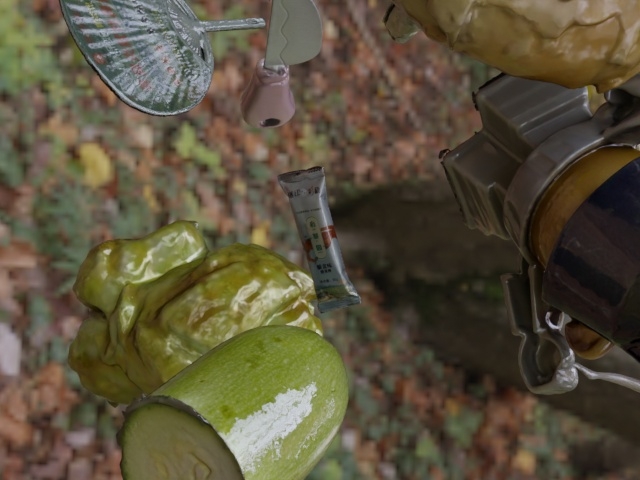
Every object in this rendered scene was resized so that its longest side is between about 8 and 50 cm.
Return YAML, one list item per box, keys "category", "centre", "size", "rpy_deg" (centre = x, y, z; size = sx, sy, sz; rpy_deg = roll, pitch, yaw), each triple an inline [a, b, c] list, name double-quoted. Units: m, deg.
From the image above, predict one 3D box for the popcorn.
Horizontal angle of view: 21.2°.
- category: "popcorn"
  centre: [-0.129, 0.099, 1.855]
  size: [0.225, 0.276, 0.276]
  rpy_deg: [-62, 160, -16]

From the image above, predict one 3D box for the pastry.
- category: "pastry"
  centre: [0.154, -0.253, 1.223]
  size: [0.316, 0.284, 0.184]
  rpy_deg: [-78, -169, -54]

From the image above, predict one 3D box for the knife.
- category: "knife"
  centre: [-0.041, -0.217, 2.039]
  size: [0.336, 0.081, 0.043]
  rpy_deg: [114, -31, -67]

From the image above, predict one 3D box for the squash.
- category: "squash"
  centre: [-0.050, 0.124, 1.204]
  size: [0.186, 0.123, 0.123]
  rpy_deg: [-38, 132, -49]

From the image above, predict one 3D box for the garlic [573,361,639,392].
- category: "garlic"
  centre: [0.428, 0.018, 1.683]
  size: [0.340, 0.246, 0.231]
  rpy_deg: [-67, -159, -5]

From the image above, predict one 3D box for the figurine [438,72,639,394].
- category: "figurine"
  centre: [0.219, -0.013, 1.323]
  size: [0.308, 0.143, 0.308]
  rpy_deg: [32, -53, 54]

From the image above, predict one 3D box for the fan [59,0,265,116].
- category: "fan"
  centre: [-0.200, -0.266, 2.008]
  size: [0.012, 0.223, 0.294]
  rpy_deg: [-41, -170, 39]

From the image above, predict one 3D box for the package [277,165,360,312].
- category: "package"
  centre: [0.000, 0.000, 1.254]
  size: [0.015, 0.037, 0.110]
  rpy_deg: [-46, 122, -61]

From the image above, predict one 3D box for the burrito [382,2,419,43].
- category: "burrito"
  centre: [0.115, -0.294, 2.103]
  size: [0.058, 0.045, 0.188]
  rpy_deg: [58, -15, 5]
